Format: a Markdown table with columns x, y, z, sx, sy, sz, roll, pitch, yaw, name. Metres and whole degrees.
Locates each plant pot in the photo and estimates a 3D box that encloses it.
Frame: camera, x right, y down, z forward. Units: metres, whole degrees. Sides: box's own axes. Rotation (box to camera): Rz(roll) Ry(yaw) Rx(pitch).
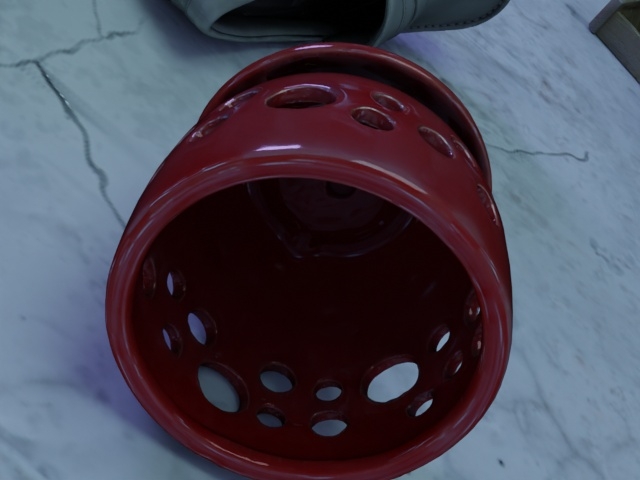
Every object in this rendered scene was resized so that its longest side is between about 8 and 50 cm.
| x | y | z | sx | sy | sz | roll | pitch | yaw | name |
| --- | --- | --- | --- | --- | --- | --- | --- | --- | --- |
| 0.000 | 0.000 | 0.680 | 0.191 | 0.191 | 0.174 | 32 | 30 | -15 | plant pot |

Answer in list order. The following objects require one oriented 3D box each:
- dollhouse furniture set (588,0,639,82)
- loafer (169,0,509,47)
| x | y | z | sx | sy | sz | roll | pitch | yaw | name |
| --- | --- | --- | --- | --- | --- | --- | --- | --- | --- |
| 0.406 | -0.234 | 1.268 | 0.161 | 0.242 | 0.212 | 52 | 36 | 15 | dollhouse furniture set |
| 0.023 | -0.179 | 0.968 | 0.319 | 0.112 | 0.111 | -4 | 60 | -37 | loafer |
